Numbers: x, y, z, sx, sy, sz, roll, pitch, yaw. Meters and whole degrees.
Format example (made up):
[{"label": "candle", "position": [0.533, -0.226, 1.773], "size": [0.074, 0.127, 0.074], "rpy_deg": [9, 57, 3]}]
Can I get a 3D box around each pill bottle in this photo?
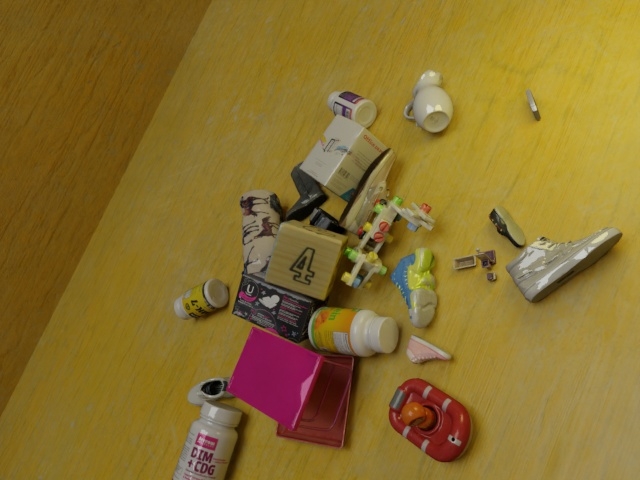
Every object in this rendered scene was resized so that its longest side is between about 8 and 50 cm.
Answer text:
[{"label": "pill bottle", "position": [-0.476, 0.238, 2.008], "size": [0.209, 0.119, 0.119], "rpy_deg": [-26, 54, 30]}, {"label": "pill bottle", "position": [-0.365, 0.681, 1.651], "size": [0.160, 0.160, 0.283], "rpy_deg": [6, 73, 43]}, {"label": "pill bottle", "position": [0.096, 0.266, 1.475], "size": [0.246, 0.136, 0.136], "rpy_deg": [-3, 67, 41]}, {"label": "pill bottle", "position": [0.110, -0.491, 1.875], "size": [0.108, 0.108, 0.193], "rpy_deg": [-55, 45, 5]}]

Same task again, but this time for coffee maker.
[{"label": "coffee maker", "position": [0.000, 0.000, 1.730], "size": [0.171, 0.120, 0.178], "rpy_deg": [40, 100, 6]}]

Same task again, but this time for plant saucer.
[{"label": "plant saucer", "position": [-0.008, 0.475, 1.524], "size": [0.259, 0.048, 0.258], "rpy_deg": [-7, 64, 38]}]

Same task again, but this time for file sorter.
[{"label": "file sorter", "position": [-0.085, 0.404, 1.466], "size": [0.291, 0.182, 0.202], "rpy_deg": [12, 76, 43]}]

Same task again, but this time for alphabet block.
[{"label": "alphabet block", "position": [-0.039, 0.056, 1.585], "size": [0.197, 0.192, 0.193], "rpy_deg": [17, 99, 7]}]

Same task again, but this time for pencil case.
[{"label": "pencil case", "position": [-0.221, 0.004, 1.876], "size": [0.184, 0.160, 0.410], "rpy_deg": [-18, 57, 17]}]

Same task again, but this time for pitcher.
[{"label": "pitcher", "position": [0.342, -0.428, 1.644], "size": [0.177, 0.126, 0.207], "rpy_deg": [-49, 30, 40]}]

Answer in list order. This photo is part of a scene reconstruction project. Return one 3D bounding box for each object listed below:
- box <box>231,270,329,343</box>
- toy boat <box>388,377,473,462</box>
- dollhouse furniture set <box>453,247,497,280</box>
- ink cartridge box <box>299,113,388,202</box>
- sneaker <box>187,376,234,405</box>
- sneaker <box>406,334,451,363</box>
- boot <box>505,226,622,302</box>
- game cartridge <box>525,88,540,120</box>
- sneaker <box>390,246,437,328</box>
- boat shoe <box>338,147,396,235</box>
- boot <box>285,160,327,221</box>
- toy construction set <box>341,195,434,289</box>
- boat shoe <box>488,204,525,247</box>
[{"label": "box", "position": [-0.124, 0.202, 1.610], "size": [0.247, 0.163, 0.142], "rpy_deg": [21, 99, 20]}, {"label": "toy boat", "position": [0.253, 0.435, 1.239], "size": [0.231, 0.151, 0.151], "rpy_deg": [24, 86, 46]}, {"label": "dollhouse furniture set", "position": [0.399, 0.064, 1.350], "size": [0.114, 0.081, 0.090], "rpy_deg": [-16, 59, 36]}, {"label": "ink cartridge box", "position": [0.085, -0.278, 1.742], "size": [0.232, 0.171, 0.168], "rpy_deg": [-55, 45, 4]}, {"label": "sneaker", "position": [-0.399, 0.530, 1.808], "size": [0.258, 0.091, 0.094], "rpy_deg": [-25, 54, 30]}, {"label": "sneaker", "position": [0.285, 0.308, 1.351], "size": [0.134, 0.051, 0.070], "rpy_deg": [21, 85, 49]}, {"label": "boot", "position": [0.568, 0.027, 1.209], "size": [0.258, 0.095, 0.123], "rpy_deg": [-42, 54, 19]}, {"label": "game cartridge", "position": [0.599, -0.384, 1.425], "size": [0.017, 0.056, 0.083], "rpy_deg": [-19, 56, 25]}, {"label": "sneaker", "position": [0.262, 0.140, 1.443], "size": [0.126, 0.091, 0.240], "rpy_deg": [-21, 48, 47]}, {"label": "boat shoe", "position": [0.173, -0.158, 1.660], "size": [0.302, 0.098, 0.109], "rpy_deg": [-60, 10, 1]}, {"label": "boot", "position": [-0.078, -0.189, 1.910], "size": [0.190, 0.076, 0.208], "rpy_deg": [-32, 56, 7]}, {"label": "toy construction set", "position": [0.186, -0.011, 1.506], "size": [0.328, 0.151, 0.215], "rpy_deg": [-45, 12, 17]}, {"label": "boat shoe", "position": [0.496, -0.032, 1.346], "size": [0.042, 0.049, 0.133], "rpy_deg": [-59, 44, 42]}]
